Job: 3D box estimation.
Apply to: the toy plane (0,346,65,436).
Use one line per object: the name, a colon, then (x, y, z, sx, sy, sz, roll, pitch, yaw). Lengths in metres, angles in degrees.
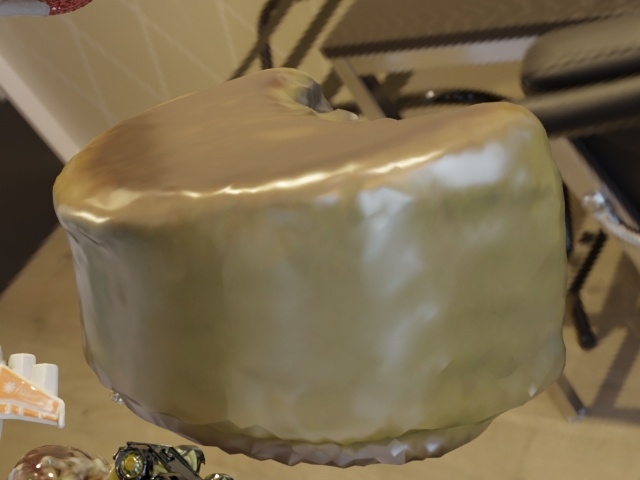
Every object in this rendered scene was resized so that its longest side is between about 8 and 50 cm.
toy plane: (-0.399, 0.192, 1.307, 0.244, 0.245, 0.117, -46, -11, -15)

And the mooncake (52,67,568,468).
mooncake: (0.000, 0.000, 0.938, 0.393, 0.246, 0.394, -1, 20, 17)

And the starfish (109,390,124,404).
starfish: (-0.157, 0.048, 1.157, 0.043, 0.240, 0.227, -15, 28, 37)

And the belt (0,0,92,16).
belt: (-0.321, -0.300, 1.238, 0.201, 0.128, 0.124, -2, 58, -18)

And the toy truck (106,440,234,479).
toy truck: (-0.144, 0.342, 1.383, 0.257, 0.127, 0.127, 33, 96, 32)

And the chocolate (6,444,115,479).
chocolate: (-0.318, 0.415, 1.658, 0.210, 0.340, 0.225, -54, 13, 10)
